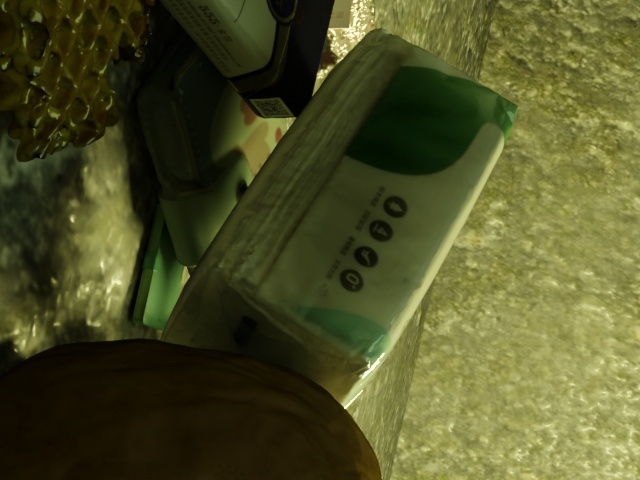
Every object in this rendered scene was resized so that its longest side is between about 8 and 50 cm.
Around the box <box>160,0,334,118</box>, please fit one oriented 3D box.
[{"bbox_3d":[-0.077,-0.256,1.295,0.259,0.071,0.168,46,49,-51],"label":"box"}]

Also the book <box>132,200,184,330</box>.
[{"bbox_3d":[-0.173,0.029,1.438,0.103,0.017,0.135,38,62,-75],"label":"book"}]

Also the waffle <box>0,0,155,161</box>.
[{"bbox_3d":[-0.200,-0.186,1.081,0.228,0.051,0.231,-42,141,-63],"label":"waffle"}]

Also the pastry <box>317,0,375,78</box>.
[{"bbox_3d":[0.020,-0.329,1.707,0.265,0.112,0.103,93,-19,-52],"label":"pastry"}]

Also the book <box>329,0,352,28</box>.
[{"bbox_3d":[-0.013,-0.341,1.581,0.014,0.127,0.181,-134,-136,-55],"label":"book"}]

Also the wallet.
[{"bbox_3d":[-0.099,-0.079,1.441,0.252,0.083,0.360,-60,147,-45],"label":"wallet"}]

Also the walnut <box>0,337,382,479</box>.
[{"bbox_3d":[-0.138,0.245,1.046,0.354,0.398,0.308,-69,-152,20],"label":"walnut"}]

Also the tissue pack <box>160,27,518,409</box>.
[{"bbox_3d":[0.014,0.003,1.263,0.356,0.194,0.266,-57,180,-35],"label":"tissue pack"}]
